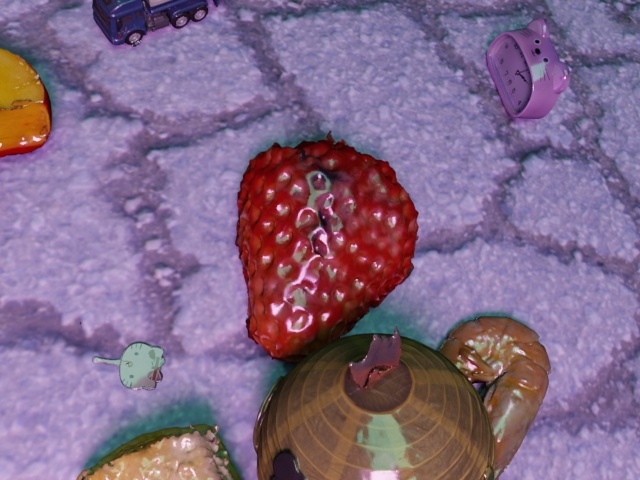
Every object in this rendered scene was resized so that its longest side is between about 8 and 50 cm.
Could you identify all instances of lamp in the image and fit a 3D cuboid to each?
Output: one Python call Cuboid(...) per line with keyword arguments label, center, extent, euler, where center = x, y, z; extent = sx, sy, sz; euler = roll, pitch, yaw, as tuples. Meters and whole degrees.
Cuboid(label="lamp", center=(0.059, 0.197, 0.606), extent=(0.250, 0.284, 0.250), euler=(0, 39, 0))

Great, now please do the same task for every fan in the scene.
Cuboid(label="fan", center=(-0.227, 0.147, 0.710), extent=(0.083, 0.004, 0.055), euler=(9, 67, -11))

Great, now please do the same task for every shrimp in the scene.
Cuboid(label="shrimp", center=(0.202, 0.210, 0.762), extent=(0.145, 0.061, 0.267), euler=(25, 67, 7))

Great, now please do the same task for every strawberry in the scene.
Cuboid(label="strawberry", center=(-0.008, -0.016, 0.756), extent=(0.253, 0.150, 0.280), euler=(46, 63, 8))

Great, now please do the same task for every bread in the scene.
Cuboid(label="bread", center=(-0.143, 0.312, 0.599), extent=(0.174, 0.121, 0.245), euler=(-21, 78, -11))

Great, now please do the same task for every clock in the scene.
Cuboid(label="clock", center=(0.331, -0.278, 0.970), extent=(0.050, 0.110, 0.152), euler=(-9, 70, -19))

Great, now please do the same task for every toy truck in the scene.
Cuboid(label="toy truck", center=(-0.227, -0.357, 0.876), extent=(0.202, 0.088, 0.074), euler=(-31, 79, -23))

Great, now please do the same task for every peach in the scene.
Cuboid(label="peach", center=(-0.406, -0.171, 0.739), extent=(0.151, 0.118, 0.151), euler=(0, 90, 19))
